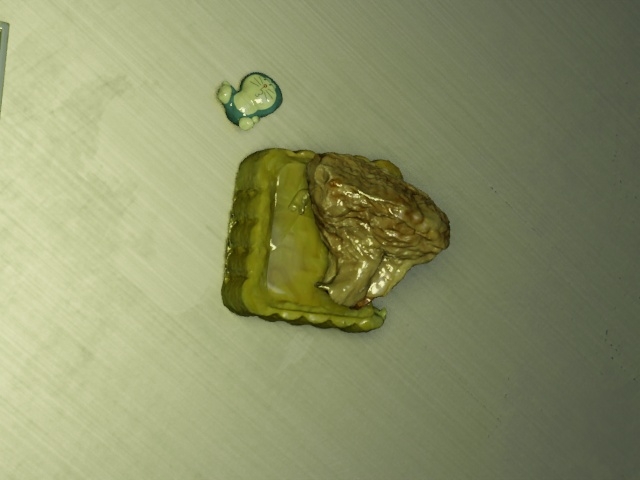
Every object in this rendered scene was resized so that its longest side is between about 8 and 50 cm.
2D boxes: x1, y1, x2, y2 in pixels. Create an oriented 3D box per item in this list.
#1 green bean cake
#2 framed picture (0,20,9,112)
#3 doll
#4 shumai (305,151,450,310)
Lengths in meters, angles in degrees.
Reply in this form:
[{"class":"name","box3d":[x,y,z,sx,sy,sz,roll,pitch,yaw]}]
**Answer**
[{"class":"green bean cake","box3d":[0.000,0.000,2.004,0.233,0.124,0.236,8,86,-22]},{"class":"framed picture","box3d":[-0.486,-0.216,1.871,0.183,0.011,0.142,6,87,-22]},{"class":"doll","box3d":[-0.094,-0.191,2.009,0.083,0.050,0.076,-37,84,-17]},{"class":"shumai","box3d":[0.049,-0.004,1.892,0.206,0.166,0.175,29,101,-17]}]
